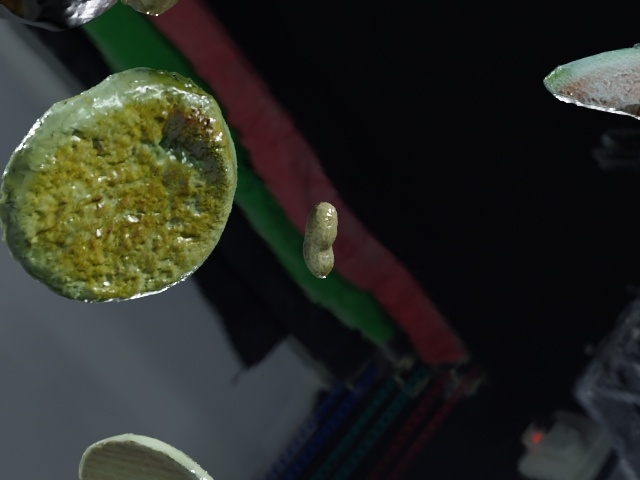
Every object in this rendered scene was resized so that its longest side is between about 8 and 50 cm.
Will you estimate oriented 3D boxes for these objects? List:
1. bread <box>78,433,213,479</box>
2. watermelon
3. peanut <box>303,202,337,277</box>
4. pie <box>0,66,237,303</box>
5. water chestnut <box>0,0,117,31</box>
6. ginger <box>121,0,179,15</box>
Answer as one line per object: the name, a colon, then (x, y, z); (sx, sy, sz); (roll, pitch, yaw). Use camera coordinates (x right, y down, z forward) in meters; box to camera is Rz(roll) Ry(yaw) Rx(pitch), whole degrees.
bread: (-0.219, 0.366, 1.772); (0.267, 0.040, 0.267); (16, -50, 20)
watermelon: (0.357, -0.180, 1.540); (0.180, 0.094, 0.081); (-2, -59, 7)
peanut: (0.000, 0.000, 1.352); (0.037, 0.037, 0.083); (23, -56, 39)
pie: (-0.213, -0.052, 1.376); (0.078, 0.277, 0.277); (43, -12, 49)
water chestnut: (-0.287, -0.292, 1.028); (0.335, 0.346, 0.335); (22, -20, 9)
ginger: (-0.169, -0.407, 1.675); (0.109, 0.263, 0.116); (37, 2, 21)
